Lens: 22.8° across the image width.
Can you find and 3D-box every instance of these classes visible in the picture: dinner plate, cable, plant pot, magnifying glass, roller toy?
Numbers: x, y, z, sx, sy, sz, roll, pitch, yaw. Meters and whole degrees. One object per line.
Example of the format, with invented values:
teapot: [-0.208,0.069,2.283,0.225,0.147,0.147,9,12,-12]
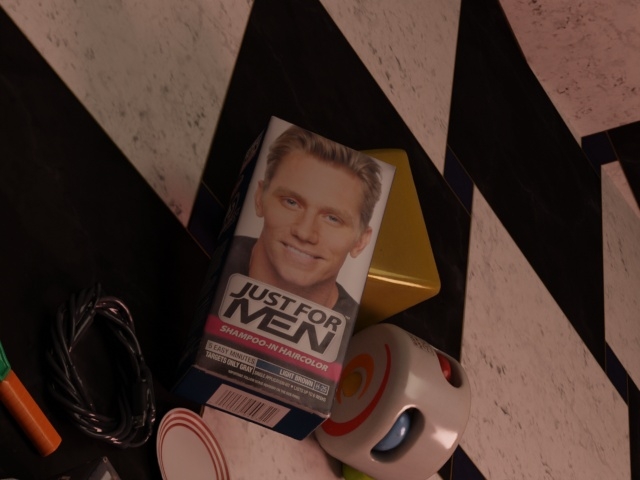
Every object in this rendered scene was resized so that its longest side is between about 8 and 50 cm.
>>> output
dinner plate: [-0.146,0.258,1.796,0.141,0.017,0.141,45,33,-41]
cable: [-0.241,0.130,1.695,0.150,0.047,0.184,20,54,-51]
plant pot: [0.000,0.000,2.100,0.187,0.212,0.212,9,61,-47]
magnifying glass: [-0.328,0.116,1.552,0.231,0.026,0.092,56,27,-18]
roller toy: [0.088,0.210,2.075,0.146,0.191,0.209,31,61,-28]

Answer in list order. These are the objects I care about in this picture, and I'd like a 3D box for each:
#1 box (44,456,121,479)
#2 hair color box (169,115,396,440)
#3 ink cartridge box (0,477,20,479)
box: [-0.214,0.432,1.426,0.318,0.097,0.395,58,25,-13]
hair color box: [-0.041,0.042,1.885,0.174,0.105,0.347,22,61,-11]
ink cartridge box: [-0.293,0.253,1.345,0.179,0.045,0.145,20,29,-16]
